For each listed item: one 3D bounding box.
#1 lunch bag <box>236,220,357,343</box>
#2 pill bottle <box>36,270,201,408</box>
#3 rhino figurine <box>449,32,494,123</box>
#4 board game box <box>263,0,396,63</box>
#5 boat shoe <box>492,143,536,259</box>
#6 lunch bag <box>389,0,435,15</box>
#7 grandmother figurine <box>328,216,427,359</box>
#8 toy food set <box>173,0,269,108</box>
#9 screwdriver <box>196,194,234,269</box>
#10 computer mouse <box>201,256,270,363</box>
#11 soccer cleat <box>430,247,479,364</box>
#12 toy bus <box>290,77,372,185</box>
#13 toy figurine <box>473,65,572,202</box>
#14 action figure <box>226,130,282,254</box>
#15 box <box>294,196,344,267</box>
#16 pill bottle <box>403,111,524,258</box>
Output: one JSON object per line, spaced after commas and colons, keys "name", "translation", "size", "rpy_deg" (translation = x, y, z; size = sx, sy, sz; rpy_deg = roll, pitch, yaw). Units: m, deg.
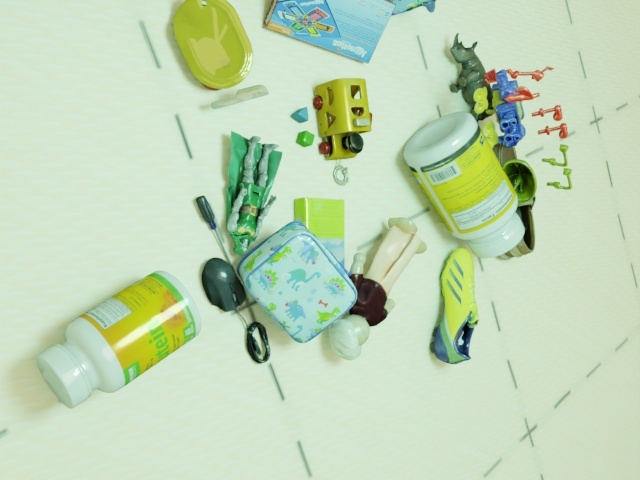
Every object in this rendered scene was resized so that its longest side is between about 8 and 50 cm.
{"name": "lunch bag", "translation": [-0.041, 0.082, 1.387], "size": [0.176, 0.090, 0.219], "rpy_deg": [-40, 119, -2]}
{"name": "pill bottle", "translation": [-0.333, 0.165, 1.164], "size": [0.245, 0.136, 0.136], "rpy_deg": [-34, 108, -34]}
{"name": "rhino figurine", "translation": [0.387, -0.415, 1.804], "size": [0.106, 0.073, 0.243], "rpy_deg": [-32, 110, -28]}
{"name": "board game box", "translation": [0.024, -0.485, 1.505], "size": [0.281, 0.027, 0.145], "rpy_deg": [8, 117, -38]}
{"name": "boat shoe", "translation": [0.515, -0.113, 1.861], "size": [0.123, 0.116, 0.325], "rpy_deg": [-10, 94, -38]}
{"name": "lunch bag", "translation": [0.194, -0.623, 1.520], "size": [0.293, 0.220, 0.138], "rpy_deg": [56, 27, -35]}
{"name": "grandmother figurine", "translation": [0.119, 0.107, 1.543], "size": [0.208, 0.104, 0.342], "rpy_deg": [49, 59, -33]}
{"name": "toy food set", "translation": [-0.200, -0.359, 1.351], "size": [0.128, 0.071, 0.218], "rpy_deg": [-25, 102, -12]}
{"name": "screwdriver", "translation": [-0.201, -0.010, 1.359], "size": [0.024, 0.025, 0.170], "rpy_deg": [-35, 118, -35]}
{"name": "computer mouse", "translation": [-0.156, 0.139, 1.367], "size": [0.071, 0.041, 0.242], "rpy_deg": [-42, 113, -33]}
{"name": "soccer cleat", "translation": [0.348, 0.159, 1.711], "size": [0.093, 0.121, 0.289], "rpy_deg": [21, 74, -35]}
{"name": "toy bus", "translation": [0.058, -0.253, 1.517], "size": [0.202, 0.104, 0.191], "rpy_deg": [42, 63, -28]}
{"name": "toy figurine", "translation": [0.503, -0.303, 1.748], "size": [0.217, 0.191, 0.363], "rpy_deg": [-76, 147, -52]}
{"name": "action figure", "translation": [-0.137, -0.085, 1.385], "size": [0.137, 0.063, 0.232], "rpy_deg": [16, 81, -40]}
{"name": "box", "translation": [0.000, 0.000, 1.495], "size": [0.109, 0.042, 0.178], "rpy_deg": [1, 88, -37]}
{"name": "pill bottle", "translation": [0.356, -0.126, 1.693], "size": [0.188, 0.188, 0.334], "rpy_deg": [-49, 116, -29]}
